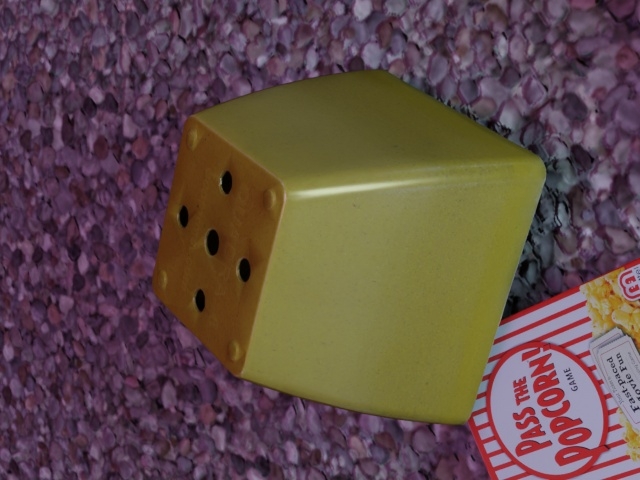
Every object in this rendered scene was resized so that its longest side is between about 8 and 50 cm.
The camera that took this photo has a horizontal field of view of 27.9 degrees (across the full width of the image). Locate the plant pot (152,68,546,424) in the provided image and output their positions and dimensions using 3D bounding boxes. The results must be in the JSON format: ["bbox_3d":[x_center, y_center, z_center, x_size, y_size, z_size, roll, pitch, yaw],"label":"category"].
[{"bbox_3d":[0.000,0.000,0.933,0.212,0.187,0.212,39,121,48],"label":"plant pot"}]

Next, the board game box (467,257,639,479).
[{"bbox_3d":[0.192,0.109,0.916,0.193,0.045,0.147,-30,77,39],"label":"board game box"}]
